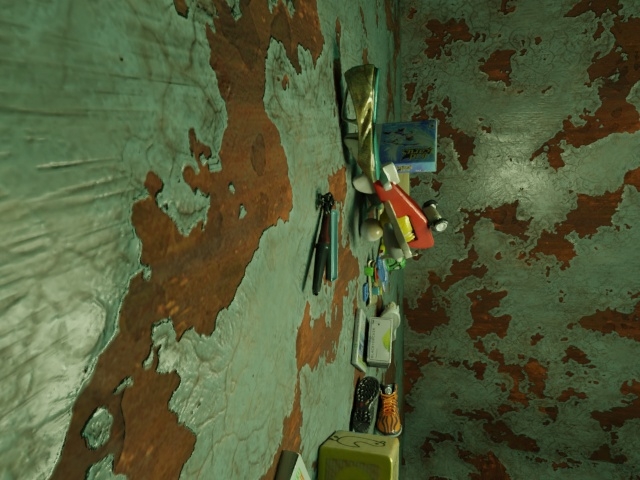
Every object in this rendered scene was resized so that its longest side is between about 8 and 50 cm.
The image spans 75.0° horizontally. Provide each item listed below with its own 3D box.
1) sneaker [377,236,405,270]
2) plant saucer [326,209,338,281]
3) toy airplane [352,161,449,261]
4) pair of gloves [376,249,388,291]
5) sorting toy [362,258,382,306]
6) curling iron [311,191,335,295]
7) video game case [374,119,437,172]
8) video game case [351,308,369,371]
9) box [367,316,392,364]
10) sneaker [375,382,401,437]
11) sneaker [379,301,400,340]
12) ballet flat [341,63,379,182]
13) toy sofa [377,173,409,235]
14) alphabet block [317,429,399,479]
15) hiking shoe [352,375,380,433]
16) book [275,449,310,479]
[{"bbox_3d":[0.374,0.027,2.082,0.134,0.146,0.344,75,22,-43],"label":"sneaker"},{"bbox_3d":[0.031,0.013,1.124,0.067,0.018,0.192,-8,99,-74],"label":"plant saucer"},{"bbox_3d":[0.237,-0.104,1.486,0.384,0.272,0.386,55,23,10],"label":"toy airplane"},{"bbox_3d":[0.261,0.128,1.772,0.198,0.023,0.160,-37,117,-71],"label":"pair of gloves"},{"bbox_3d":[0.234,0.181,1.778,0.347,0.047,0.196,15,76,-74],"label":"sorting toy"},{"bbox_3d":[0.000,0.000,0.982,0.068,0.035,0.274,57,36,-56],"label":"curling iron"},{"bbox_3d":[0.348,-0.393,1.746,0.061,0.269,0.245,65,30,-55],"label":"video game case"},{"bbox_3d":[0.150,0.373,1.541,0.212,0.023,0.194,61,33,-62],"label":"video game case"},{"bbox_3d":[0.235,0.412,1.655,0.290,0.087,0.169,71,24,-67],"label":"box"},{"bbox_3d":[0.323,0.803,2.030,0.321,0.124,0.180,-52,137,-81],"label":"sneaker"},{"bbox_3d":[0.342,0.365,2.080,0.293,0.108,0.169,86,12,-53],"label":"sneaker"},{"bbox_3d":[0.120,-0.340,1.244,0.123,0.123,0.349,-66,155,-53],"label":"ballet flat"},{"bbox_3d":[0.341,-0.203,1.948,0.177,0.150,0.363,-48,137,-73],"label":"toy sofa"},{"bbox_3d":[0.103,0.631,1.100,0.197,0.192,0.194,40,51,-71],"label":"alphabet block"},{"bbox_3d":[0.157,0.601,1.507,0.227,0.086,0.114,-61,162,-48],"label":"hiking shoe"},{"bbox_3d":[-0.058,0.492,0.821,0.096,0.035,0.144,-68,155,-43],"label":"book"}]
